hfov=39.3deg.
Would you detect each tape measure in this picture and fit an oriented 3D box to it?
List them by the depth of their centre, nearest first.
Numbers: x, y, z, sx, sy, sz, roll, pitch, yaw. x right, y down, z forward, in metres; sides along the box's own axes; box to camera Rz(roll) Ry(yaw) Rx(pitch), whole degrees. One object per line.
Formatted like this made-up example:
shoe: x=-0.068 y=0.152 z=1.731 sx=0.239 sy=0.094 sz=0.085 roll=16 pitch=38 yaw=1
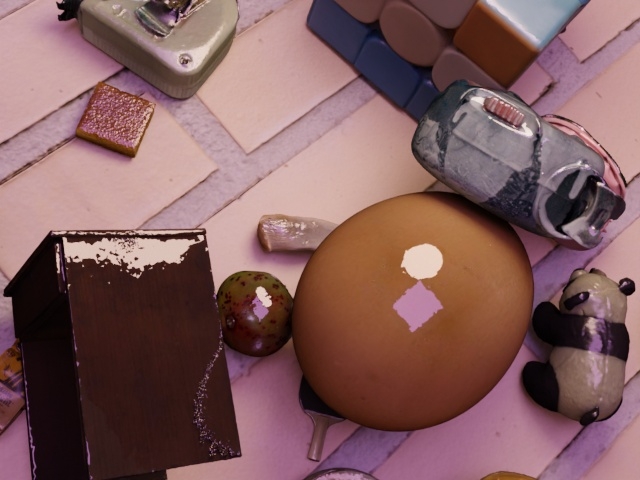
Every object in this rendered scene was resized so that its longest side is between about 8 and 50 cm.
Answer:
tape measure: x=0.264 y=-0.112 z=1.217 sx=0.275 sy=0.256 sz=0.147 roll=31 pitch=102 yaw=2
tape measure: x=-0.248 y=-0.358 z=1.384 sx=0.235 sy=0.115 sz=0.207 roll=34 pitch=69 yaw=0

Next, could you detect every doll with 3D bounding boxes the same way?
doll: x=0.397 y=0.161 z=1.340 sx=0.143 sy=0.135 sz=0.234 roll=14 pitch=78 yaw=-10

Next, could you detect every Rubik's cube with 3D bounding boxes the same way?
Rubik's cube: x=0.233 y=-0.417 z=1.401 sx=0.344 sy=0.347 sz=0.346 roll=40 pitch=66 yaw=3

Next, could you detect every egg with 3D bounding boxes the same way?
egg: x=0.128 y=0.089 z=1.218 sx=0.374 sy=0.301 sz=0.301 roll=-33 pitch=81 yaw=-42

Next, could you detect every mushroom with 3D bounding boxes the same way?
mushroom: x=0.001 y=-0.003 z=1.359 sx=0.202 sy=0.054 sz=0.059 roll=6 pitch=75 yaw=-18

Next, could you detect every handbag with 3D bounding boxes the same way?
handbag: x=0.382 y=-0.091 z=1.416 sx=0.205 sy=0.179 sz=0.116 roll=43 pitch=75 yaw=12

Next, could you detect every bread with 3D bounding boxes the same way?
bread: x=-0.307 y=-0.180 z=1.346 sx=0.094 sy=0.035 sz=0.090 roll=21 pitch=68 yaw=-7

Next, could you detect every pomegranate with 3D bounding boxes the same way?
pomegranate: x=-0.086 y=0.099 z=1.259 sx=0.130 sy=0.130 sz=0.130 roll=5 pitch=70 yaw=-13

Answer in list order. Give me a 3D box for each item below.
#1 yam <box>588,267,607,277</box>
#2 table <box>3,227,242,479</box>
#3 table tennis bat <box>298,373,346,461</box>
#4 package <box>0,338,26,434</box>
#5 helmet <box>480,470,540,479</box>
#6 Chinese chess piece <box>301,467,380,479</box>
yam: x=0.415 y=0.098 z=1.436 sx=0.033 sy=0.027 sz=0.129 roll=40 pitch=67 yaw=4
table: x=-0.254 y=0.156 z=1.105 sx=0.196 sy=0.250 sz=0.282 roll=-1 pitch=72 yaw=-33
table tennis bat: x=0.007 y=0.239 z=1.290 sx=0.087 sy=0.013 sz=0.156 roll=18 pitch=67 yaw=-8
package: x=-0.409 y=0.190 z=1.183 sx=0.071 sy=0.047 sz=0.131 roll=34 pitch=53 yaw=-1
helmet: x=0.276 y=0.441 z=1.220 sx=0.257 sy=0.140 sz=0.205 roll=23 pitch=34 yaw=-18
Chinese chess piece: x=0.028 y=0.402 z=1.204 sx=0.188 sy=0.083 sz=0.188 roll=4 pitch=67 yaw=-11
